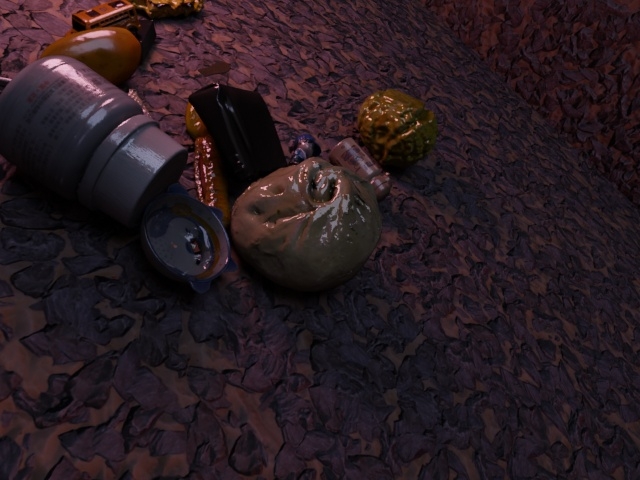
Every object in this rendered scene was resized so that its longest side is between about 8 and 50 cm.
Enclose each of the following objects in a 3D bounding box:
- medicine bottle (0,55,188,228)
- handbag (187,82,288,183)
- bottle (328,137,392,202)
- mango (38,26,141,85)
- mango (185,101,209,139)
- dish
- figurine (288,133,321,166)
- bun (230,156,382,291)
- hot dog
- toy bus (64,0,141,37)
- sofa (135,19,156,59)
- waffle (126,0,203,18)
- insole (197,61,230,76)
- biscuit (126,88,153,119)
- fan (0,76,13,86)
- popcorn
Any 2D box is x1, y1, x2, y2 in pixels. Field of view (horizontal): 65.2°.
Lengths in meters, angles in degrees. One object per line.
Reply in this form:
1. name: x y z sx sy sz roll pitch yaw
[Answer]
1. medicine bottle: -0.450 -0.189 1.008 0.306 0.245 0.245 35 44 -5
2. handbag: -0.195 -0.269 1.285 0.257 0.113 0.285 62 19 -2
3. bottle: 0.128 -0.208 1.506 0.110 0.097 0.209 -38 79 -7
4. mango: -0.559 -0.443 1.233 0.253 0.138 0.113 -30 34 -33
5. mango: -0.315 -0.344 1.359 0.101 0.066 0.187 23 54 -15
6. dish: -0.288 0.013 1.057 0.228 0.086 0.236 30 44 -34
7. figurine: -0.058 -0.250 1.457 0.079 0.077 0.136 17 54 28
8. bun: -0.025 -0.044 1.169 0.362 0.234 0.326 0 59 -14
9. hot dog: -0.264 -0.151 1.230 0.083 0.068 0.289 12 48 -35
10. toy bus: -0.575 -0.558 1.305 0.083 0.088 0.194 35 57 23
11. sofa: -0.523 -0.563 1.410 0.085 0.060 0.147 3 50 -1
12. waffle: -0.535 -0.798 1.587 0.307 0.060 0.312 25 45 -11
13. insole: -0.326 -0.529 1.544 0.045 0.002 0.135 45 44 7
14. biscuit: -0.451 -0.268 1.207 0.108 0.062 0.239 -18 68 -43
15. fan: -0.799 -0.369 1.087 0.282 0.023 0.057 2 46 -32
16. popcorn: 0.256 -0.373 1.648 0.270 0.224 0.258 4 46 -24
